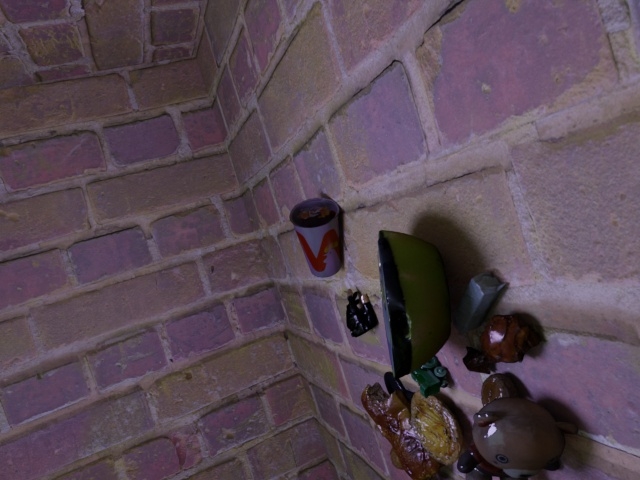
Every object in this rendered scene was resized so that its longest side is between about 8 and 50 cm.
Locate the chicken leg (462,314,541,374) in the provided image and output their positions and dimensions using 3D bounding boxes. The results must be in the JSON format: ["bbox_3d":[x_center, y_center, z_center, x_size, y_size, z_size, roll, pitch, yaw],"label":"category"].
[{"bbox_3d":[0.422,0.272,1.159,0.113,0.093,0.304,49,157,23],"label":"chicken leg"}]

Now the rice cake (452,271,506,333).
[{"bbox_3d":[0.384,0.157,1.171,0.063,0.069,0.206,57,157,35],"label":"rice cake"}]

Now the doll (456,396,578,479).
[{"bbox_3d":[0.452,0.487,1.131,0.330,0.235,0.174,91,-172,-48],"label":"doll"}]

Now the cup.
[{"bbox_3d":[0.000,0.000,1.907,0.203,0.203,0.288,48,156,48],"label":"cup"}]

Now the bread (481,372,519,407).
[{"bbox_3d":[0.450,0.379,1.192,0.113,0.060,0.082,111,164,-54],"label":"bread"}]

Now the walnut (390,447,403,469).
[{"bbox_3d":[0.332,0.861,1.900,0.105,0.105,0.124,62,147,24],"label":"walnut"}]

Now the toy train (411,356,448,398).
[{"bbox_3d":[0.324,0.411,1.506,0.178,0.104,0.071,46,153,51],"label":"toy train"}]

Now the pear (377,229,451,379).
[{"bbox_3d":[0.253,0.158,1.270,0.399,0.165,0.399,-7,-90,-86],"label":"pear"}]

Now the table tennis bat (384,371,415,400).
[{"bbox_3d":[0.304,0.583,1.826,0.150,0.027,0.236,69,161,2],"label":"table tennis bat"}]

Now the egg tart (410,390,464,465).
[{"bbox_3d":[0.384,0.594,1.531,0.252,0.098,0.232,-14,88,66],"label":"egg tart"}]

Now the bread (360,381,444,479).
[{"bbox_3d":[0.294,0.681,1.735,0.380,0.109,0.185,53,139,28],"label":"bread"}]

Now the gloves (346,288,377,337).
[{"bbox_3d":[0.138,0.278,1.874,0.181,0.106,0.129,60,160,18],"label":"gloves"}]
